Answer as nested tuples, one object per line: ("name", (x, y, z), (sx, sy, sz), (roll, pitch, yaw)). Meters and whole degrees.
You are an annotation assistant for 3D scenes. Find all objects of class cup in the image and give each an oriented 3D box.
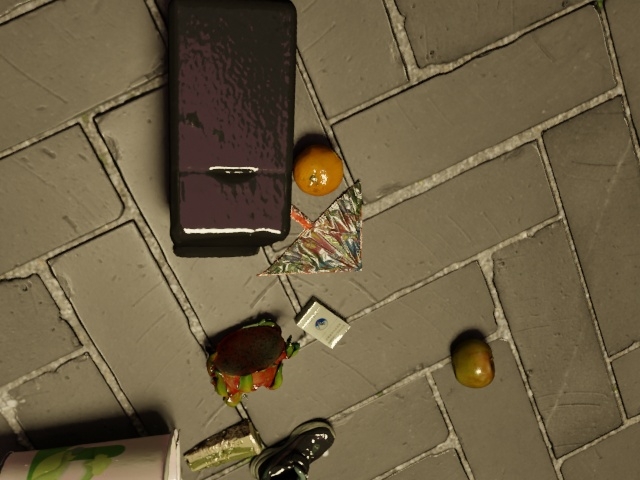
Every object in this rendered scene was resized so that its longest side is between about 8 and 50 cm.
("cup", (-0.360, 0.431, 1.247), (0.274, 0.253, 0.253), (0, 108, -4))

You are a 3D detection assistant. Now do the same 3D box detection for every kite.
("kite", (0.000, 0.000, 1.300), (0.189, 0.009, 0.232), (41, 95, -22))

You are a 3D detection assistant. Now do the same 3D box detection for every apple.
("apple", (0.275, 0.221, 1.399), (0.074, 0.089, 0.090), (-11, 111, 4))

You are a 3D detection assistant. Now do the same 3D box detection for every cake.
("cake", (-0.170, 0.362, 1.374), (0.140, 0.055, 0.051), (-20, 114, 12))

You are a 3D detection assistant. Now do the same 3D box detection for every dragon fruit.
("dragon fruit", (-0.122, 0.202, 1.292), (0.142, 0.138, 0.175), (33, 135, 15))

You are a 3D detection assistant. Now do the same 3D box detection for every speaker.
("speaker", (-0.142, -0.153, 1.159), (0.180, 0.184, 0.388), (0, 97, -15))

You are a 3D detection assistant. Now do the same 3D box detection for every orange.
("orange", (-0.004, -0.109, 1.226), (0.083, 0.083, 0.084), (-4, 109, -12))

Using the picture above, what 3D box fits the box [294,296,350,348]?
("box", (0.003, 0.142, 1.342), (0.083, 0.024, 0.054), (37, 99, -23))

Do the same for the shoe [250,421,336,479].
("shoe", (-0.042, 0.392, 1.375), (0.169, 0.099, 0.071), (-31, 110, -3))
